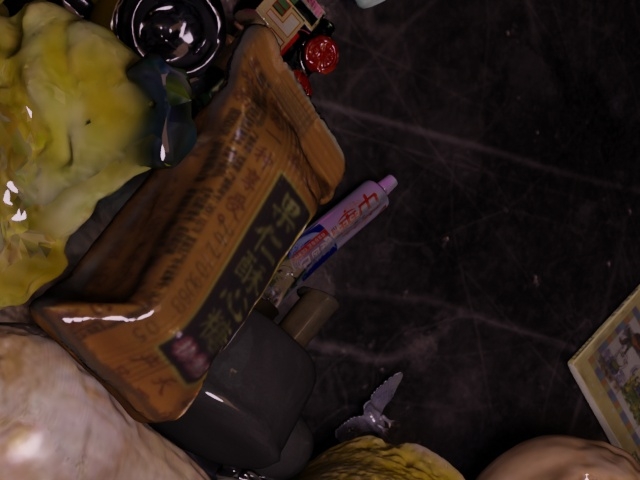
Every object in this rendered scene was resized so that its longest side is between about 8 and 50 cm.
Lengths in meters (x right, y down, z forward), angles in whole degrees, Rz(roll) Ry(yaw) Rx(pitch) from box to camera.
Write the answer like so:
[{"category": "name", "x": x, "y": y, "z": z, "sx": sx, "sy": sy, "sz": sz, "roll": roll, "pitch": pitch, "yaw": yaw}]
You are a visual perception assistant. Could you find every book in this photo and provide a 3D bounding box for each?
[{"category": "book", "x": 0.339, "y": 0.121, "z": 1.368, "sx": 0.192, "sy": 0.013, "sz": 0.168, "roll": -43, "pitch": 115, "yaw": -23}]

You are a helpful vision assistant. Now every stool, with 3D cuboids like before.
[{"category": "stool", "x": -0.075, "y": 0.092, "z": 1.032, "sx": 0.228, "sy": 0.153, "sz": 0.139, "roll": 80, "pitch": 33, "yaw": -61}]

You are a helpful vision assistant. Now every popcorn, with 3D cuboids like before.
[{"category": "popcorn", "x": -0.271, "y": -0.068, "z": 0.822, "sx": 0.293, "sy": 0.237, "sz": 0.293, "roll": -3, "pitch": 97, "yaw": -23}]

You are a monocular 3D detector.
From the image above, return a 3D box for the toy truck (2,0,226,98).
[{"category": "toy truck", "x": -0.175, "y": -0.170, "z": 0.942, "sx": 0.165, "sy": 0.147, "sz": 0.224, "roll": -34, "pitch": 110, "yaw": -2}]

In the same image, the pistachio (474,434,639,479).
[{"category": "pistachio", "x": 0.184, "y": 0.300, "z": 1.194, "sx": 0.299, "sy": 0.187, "sz": 0.187, "roll": -50, "pitch": 118, "yaw": -12}]

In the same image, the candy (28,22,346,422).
[{"category": "candy", "x": -0.072, "y": -0.009, "z": 0.908, "sx": 0.271, "sy": 0.101, "sz": 0.143, "roll": -58, "pitch": 132, "yaw": -29}]

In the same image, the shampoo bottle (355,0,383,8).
[{"category": "shampoo bottle", "x": 0.019, "y": -0.286, "z": 1.105, "sx": 0.069, "sy": 0.041, "sz": 0.191, "roll": -35, "pitch": 112, "yaw": -20}]

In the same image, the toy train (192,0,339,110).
[{"category": "toy train", "x": -0.047, "y": -0.135, "z": 1.073, "sx": 0.087, "sy": 0.050, "sz": 0.138, "roll": 45, "pitch": 72, "yaw": -23}]

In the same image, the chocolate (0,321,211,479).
[{"category": "chocolate", "x": -0.173, "y": 0.158, "z": 0.951, "sx": 0.134, "sy": 0.134, "sz": 0.309, "roll": -56, "pitch": 136, "yaw": -16}]

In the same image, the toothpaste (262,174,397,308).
[{"category": "toothpaste", "x": 0.000, "y": 0.000, "z": 1.128, "sx": 0.170, "sy": 0.028, "sz": 0.045, "roll": -40, "pitch": 108, "yaw": -20}]

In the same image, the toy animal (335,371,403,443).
[{"category": "toy animal", "x": 0.049, "y": 0.154, "z": 1.172, "sx": 0.084, "sy": 0.028, "sz": 0.050, "roll": -40, "pitch": 106, "yaw": -23}]

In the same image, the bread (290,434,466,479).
[{"category": "bread", "x": 0.030, "y": 0.258, "z": 1.070, "sx": 0.170, "sy": 0.197, "sz": 0.197, "roll": -12, "pitch": 105, "yaw": -76}]
